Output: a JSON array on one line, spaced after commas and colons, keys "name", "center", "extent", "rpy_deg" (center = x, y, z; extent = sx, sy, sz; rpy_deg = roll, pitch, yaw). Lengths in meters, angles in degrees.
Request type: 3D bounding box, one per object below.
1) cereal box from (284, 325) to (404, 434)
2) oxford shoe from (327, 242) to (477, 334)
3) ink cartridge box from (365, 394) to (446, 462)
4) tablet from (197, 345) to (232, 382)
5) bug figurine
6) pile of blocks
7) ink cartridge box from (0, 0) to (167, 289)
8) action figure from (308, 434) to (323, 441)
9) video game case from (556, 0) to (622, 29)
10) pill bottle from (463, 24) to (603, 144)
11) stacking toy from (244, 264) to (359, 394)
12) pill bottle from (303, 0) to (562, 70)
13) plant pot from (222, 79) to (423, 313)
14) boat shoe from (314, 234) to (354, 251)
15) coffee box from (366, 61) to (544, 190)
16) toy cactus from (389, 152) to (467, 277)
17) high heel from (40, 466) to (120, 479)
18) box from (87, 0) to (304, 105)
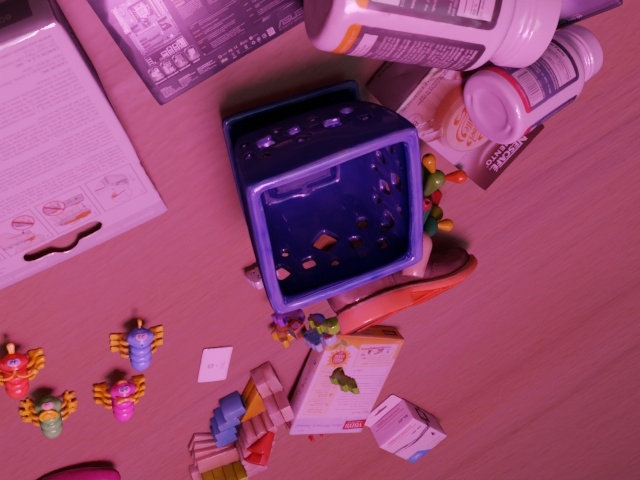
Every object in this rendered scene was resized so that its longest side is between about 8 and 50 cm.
[{"name": "cereal box", "center": [0.043, 0.272, 1.445], "extent": [0.172, 0.047, 0.240], "rpy_deg": [8, 116, -32]}, {"name": "oxford shoe", "center": [0.143, 0.044, 1.252], "extent": [0.130, 0.133, 0.363], "rpy_deg": [-34, 168, 39]}, {"name": "ink cartridge box", "center": [0.184, 0.417, 1.639], "extent": [0.104, 0.060, 0.180], "rpy_deg": [-44, 132, 12]}, {"name": "tablet", "center": [-0.189, 0.223, 1.333], "extent": [0.054, 0.006, 0.083], "rpy_deg": [-2, 127, -25]}, {"name": "bug figurine", "center": [-0.382, 0.229, 1.197], "extent": [0.278, 0.072, 0.216], "rpy_deg": [-11, 130, -19]}, {"name": "pile of blocks", "center": [-0.158, 0.401, 1.421], "extent": [0.148, 0.113, 0.362], "rpy_deg": [5, 124, -29]}, {"name": "ink cartridge box", "center": [-0.398, -0.101, 0.937], "extent": [0.308, 0.091, 0.385], "rpy_deg": [-26, 150, -6]}, {"name": "action figure", "center": [-0.023, 0.361, 1.513], "extent": [0.038, 0.030, 0.115], "rpy_deg": [-24, 129, -14]}, {"name": "video game case", "center": [0.239, -0.350, 0.978], "extent": [0.274, 0.026, 0.196], "rpy_deg": [24, 157, -37]}, {"name": "pill bottle", "center": [0.295, -0.219, 1.018], "extent": [0.180, 0.108, 0.108], "rpy_deg": [-34, 136, -19]}, {"name": "stacking toy", "center": [-0.023, 0.138, 1.207], "extent": [0.052, 0.221, 0.167], "rpy_deg": [-40, 135, -22]}, {"name": "pill bottle", "center": [0.131, -0.289, 0.884], "extent": [0.278, 0.162, 0.162], "rpy_deg": [4, 125, -19]}, {"name": "plant pot", "center": [-0.006, -0.077, 1.037], "extent": [0.235, 0.212, 0.236], "rpy_deg": [-19, 133, -11]}, {"name": "boat shoe", "center": [0.000, 0.000, 1.209], "extent": [0.063, 0.059, 0.170], "rpy_deg": [-49, 153, 7]}, {"name": "coffee box", "center": [0.207, -0.201, 1.117], "extent": [0.246, 0.098, 0.141], "rpy_deg": [29, 109, -40]}, {"name": "toy cactus", "center": [0.164, -0.032, 1.161], "extent": [0.112, 0.181, 0.219], "rpy_deg": [7, 172, 11]}, {"name": "high heel", "center": [-0.516, 0.553, 1.319], "extent": [0.377, 0.181, 0.127], "rpy_deg": [-30, 134, -1]}, {"name": "box", "center": [-0.146, -0.297, 0.891], "extent": [0.232, 0.059, 0.183], "rpy_deg": [-32, 136, 0]}]
